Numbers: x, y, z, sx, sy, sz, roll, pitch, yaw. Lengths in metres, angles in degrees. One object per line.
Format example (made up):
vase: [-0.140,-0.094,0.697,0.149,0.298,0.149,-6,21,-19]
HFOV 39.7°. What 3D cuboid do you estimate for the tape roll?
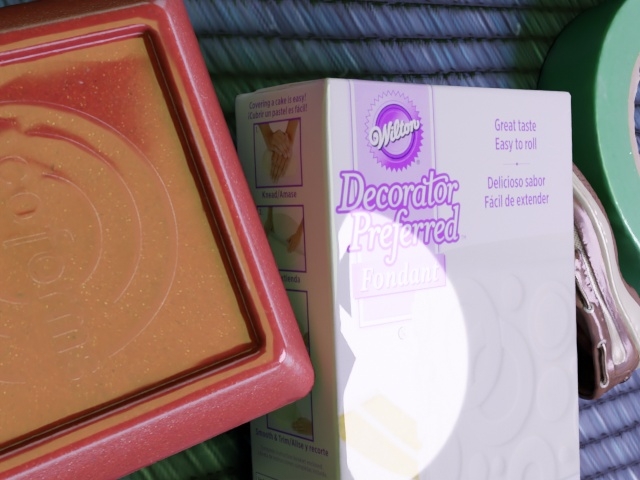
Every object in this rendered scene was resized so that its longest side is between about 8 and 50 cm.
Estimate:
tape roll: [0.350,-0.090,0.869,0.321,0.077,0.321,5,80,-32]

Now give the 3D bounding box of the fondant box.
fondant box: [0.071,0.061,0.614,0.238,0.096,0.330,-5,94,-40]

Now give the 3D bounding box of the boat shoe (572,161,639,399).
boat shoe: [0.194,0.025,0.743,0.095,0.095,0.257,-41,105,-24]

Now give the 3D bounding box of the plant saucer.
plant saucer: [-0.144,0.002,0.443,0.259,0.048,0.258,-20,90,-26]
